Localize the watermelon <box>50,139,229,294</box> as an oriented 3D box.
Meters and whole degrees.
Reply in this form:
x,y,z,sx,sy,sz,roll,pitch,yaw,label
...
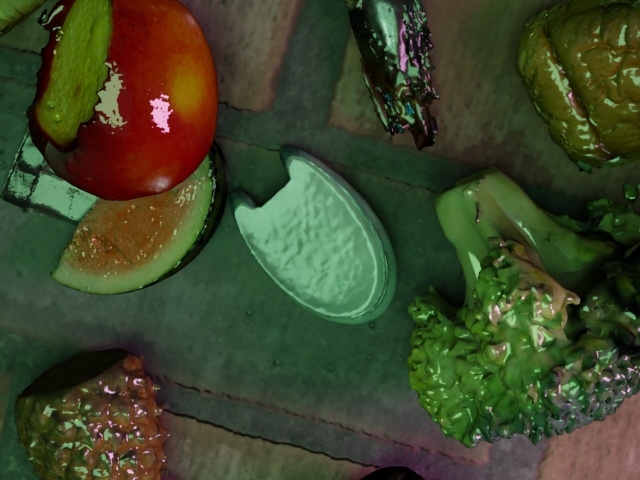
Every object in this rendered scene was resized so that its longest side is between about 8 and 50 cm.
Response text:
x,y,z,sx,sy,sz,roll,pitch,yaw,label
-0.181,-0.019,1.993,0.119,0.063,0.245,45,108,-2,watermelon

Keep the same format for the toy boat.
x,y,z,sx,sy,sz,roll,pitch,yaw,label
0.000,0.000,1.998,0.134,0.079,0.207,-43,89,7,toy boat

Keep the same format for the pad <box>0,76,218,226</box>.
x,y,z,sx,sy,sz,roll,pitch,yaw,label
-0.228,-0.116,1.993,0.174,0.022,0.233,21,109,-8,pad

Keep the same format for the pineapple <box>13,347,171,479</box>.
x,y,z,sx,sy,sz,roll,pitch,yaw,label
-0.217,0.291,2.052,0.169,0.169,0.340,-16,108,9,pineapple

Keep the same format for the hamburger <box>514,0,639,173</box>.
x,y,z,sx,sy,sz,roll,pitch,yaw,label
0.312,-0.173,1.887,0.206,0.130,0.183,-26,101,13,hamburger

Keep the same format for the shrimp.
x,y,z,sx,sy,sz,roll,pitch,yaw,label
0.132,-0.241,1.913,0.222,0.054,0.290,-6,100,6,shrimp

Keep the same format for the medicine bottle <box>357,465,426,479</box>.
x,y,z,sx,sy,sz,roll,pitch,yaw,label
0.144,0.448,2.036,0.242,0.242,0.395,-39,110,14,medicine bottle

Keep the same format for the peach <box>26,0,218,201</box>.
x,y,z,sx,sy,sz,roll,pitch,yaw,label
-0.207,-0.158,1.864,0.196,0.190,0.226,-16,117,13,peach

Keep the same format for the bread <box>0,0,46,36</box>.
x,y,z,sx,sy,sz,roll,pitch,yaw,label
-0.351,-0.251,1.922,0.080,0.109,0.084,-37,97,17,bread

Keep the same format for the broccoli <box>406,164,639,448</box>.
x,y,z,sx,sy,sz,roll,pitch,yaw,label
0.227,0.053,1.912,0.293,0.348,0.280,-32,95,-32,broccoli
